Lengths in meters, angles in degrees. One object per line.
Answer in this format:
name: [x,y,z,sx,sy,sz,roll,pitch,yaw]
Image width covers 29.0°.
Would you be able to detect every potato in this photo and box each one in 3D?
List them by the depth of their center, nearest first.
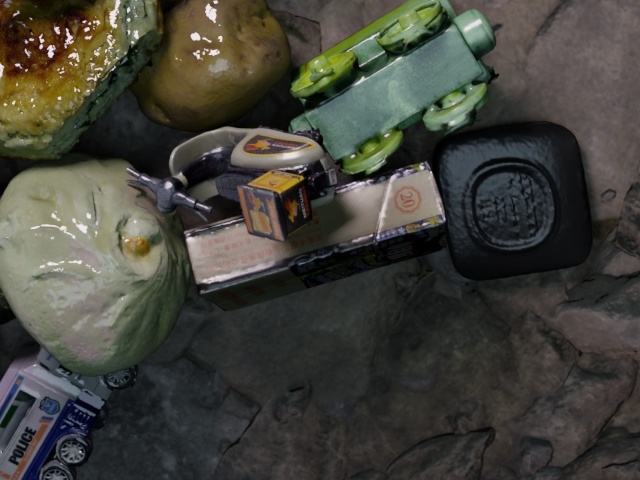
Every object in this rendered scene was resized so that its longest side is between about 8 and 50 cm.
potato: [-0.137,-0.217,1.495,0.200,0.137,0.155,-34,77,9]

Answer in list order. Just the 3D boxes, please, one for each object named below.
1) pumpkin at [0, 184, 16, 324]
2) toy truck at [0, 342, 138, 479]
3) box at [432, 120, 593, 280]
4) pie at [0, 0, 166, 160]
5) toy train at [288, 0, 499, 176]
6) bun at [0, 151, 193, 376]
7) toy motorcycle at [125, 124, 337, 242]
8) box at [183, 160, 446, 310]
pumpkin: [-0.427,0.020,1.550,0.190,0.146,0.190,2,86,-29]
toy truck: [-0.346,0.200,1.636,0.155,0.124,0.268,29,107,-8]
box: [0.255,-0.049,1.629,0.201,0.042,0.213,-10,110,2]
pie: [-0.347,-0.254,1.443,0.354,0.103,0.288,-44,79,8]
toy train: [0.083,-0.191,1.490,0.271,0.188,0.159,-30,108,10]
bun: [-0.248,0.011,1.486,0.179,0.283,0.283,-24,112,30]
toy motorcycle: [-0.096,-0.076,1.435,0.157,0.263,0.091,-34,123,-39]
box: [0.000,0.000,1.544,0.310,0.198,0.084,-16,79,3]
